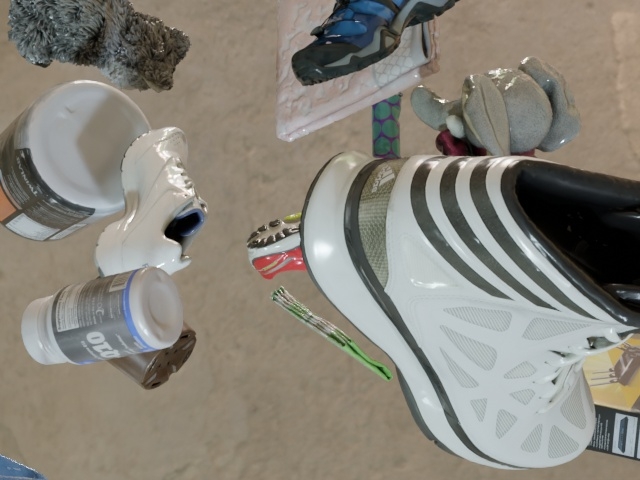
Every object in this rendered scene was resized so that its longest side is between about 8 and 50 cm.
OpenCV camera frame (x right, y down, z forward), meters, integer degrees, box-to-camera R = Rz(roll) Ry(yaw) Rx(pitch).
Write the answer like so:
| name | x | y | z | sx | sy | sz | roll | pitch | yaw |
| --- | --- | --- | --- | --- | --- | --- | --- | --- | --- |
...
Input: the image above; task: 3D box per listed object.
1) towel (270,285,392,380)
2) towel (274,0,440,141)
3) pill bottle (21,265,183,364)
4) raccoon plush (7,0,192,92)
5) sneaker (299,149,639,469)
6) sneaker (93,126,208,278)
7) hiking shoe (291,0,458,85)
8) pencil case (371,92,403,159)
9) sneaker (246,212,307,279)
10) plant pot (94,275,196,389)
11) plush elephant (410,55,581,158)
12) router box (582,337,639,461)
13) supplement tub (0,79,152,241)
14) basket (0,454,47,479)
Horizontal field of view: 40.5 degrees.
| name | x | y | z | sx | sy | sz | roll | pitch | yaw |
| --- | --- | --- | --- | --- | --- | --- | --- | --- | --- |
| towel | 0.015 | 0.113 | 1.070 | 0.023 | 0.152 | 0.113 | -55 | 135 | -5 |
| towel | 0.045 | -0.351 | 1.352 | 0.053 | 0.317 | 0.331 | 22 | 60 | -42 |
| pill bottle | -0.206 | 0.074 | 0.814 | 0.137 | 0.078 | 0.078 | -13 | 70 | 21 |
| raccoon plush | -0.413 | -0.431 | 1.594 | 0.299 | 0.446 | 0.216 | 16 | 73 | 6 |
| sneaker | 0.198 | 0.090 | 0.725 | 0.447 | 0.258 | 0.169 | 45 | 59 | -38 |
| sneaker | -0.207 | -0.047 | 1.181 | 0.129 | 0.111 | 0.297 | -15 | 46 | 19 |
| hiking shoe | 0.054 | -0.300 | 1.086 | 0.304 | 0.113 | 0.132 | -43 | 112 | -34 |
| pencil case | 0.140 | -0.231 | 1.799 | 0.070 | 0.064 | 0.151 | 13 | 72 | -40 |
| sneaker | 0.000 | 0.000 | 1.658 | 0.279 | 0.118 | 0.107 | -16 | 34 | 4 |
| plant pot | -0.308 | 0.152 | 1.451 | 0.165 | 0.167 | 0.167 | 37 | 63 | 19 |
| plush elephant | 0.205 | -0.108 | 1.124 | 0.272 | 0.330 | 0.255 | -12 | 101 | -53 |
| router box | 0.460 | 0.240 | 1.412 | 0.309 | 0.243 | 0.081 | -25 | 118 | -58 |
| supplement tub | -0.418 | -0.113 | 1.388 | 0.207 | 0.338 | 0.207 | 7 | 77 | -33 |
| basket | -0.416 | 0.172 | 0.795 | 0.289 | 0.255 | 0.201 | 26 | 75 | 9 |
